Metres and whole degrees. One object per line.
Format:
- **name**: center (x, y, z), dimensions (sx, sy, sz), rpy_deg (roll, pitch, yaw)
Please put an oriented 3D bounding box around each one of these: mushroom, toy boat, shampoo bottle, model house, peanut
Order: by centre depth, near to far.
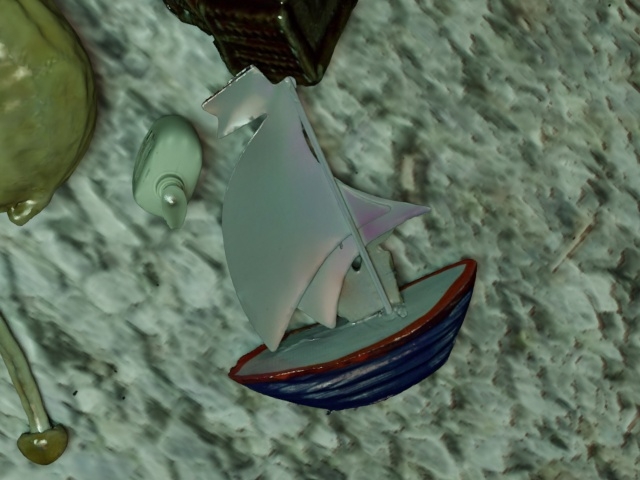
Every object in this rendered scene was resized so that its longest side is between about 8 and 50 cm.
- **peanut**: center (-0.255, -0.151, 0.909), dimensions (0.159, 0.143, 0.291), rpy_deg (-7, 121, 35)
- **shampoo bottle**: center (-0.118, -0.051, 0.971), dimensions (0.045, 0.152, 0.077), rpy_deg (22, 100, -14)
- **model house**: center (-0.053, -0.201, 0.978), dimensions (0.165, 0.106, 0.152), rpy_deg (14, 120, 23)
- **toy boat**: center (-0.013, 0.026, 1.033), dimensions (0.219, 0.072, 0.318), rpy_deg (-46, 118, 6)
- **mushroom**: center (-0.306, 0.064, 1.036), dimensions (0.068, 0.043, 0.306), rpy_deg (-42, 108, -17)
